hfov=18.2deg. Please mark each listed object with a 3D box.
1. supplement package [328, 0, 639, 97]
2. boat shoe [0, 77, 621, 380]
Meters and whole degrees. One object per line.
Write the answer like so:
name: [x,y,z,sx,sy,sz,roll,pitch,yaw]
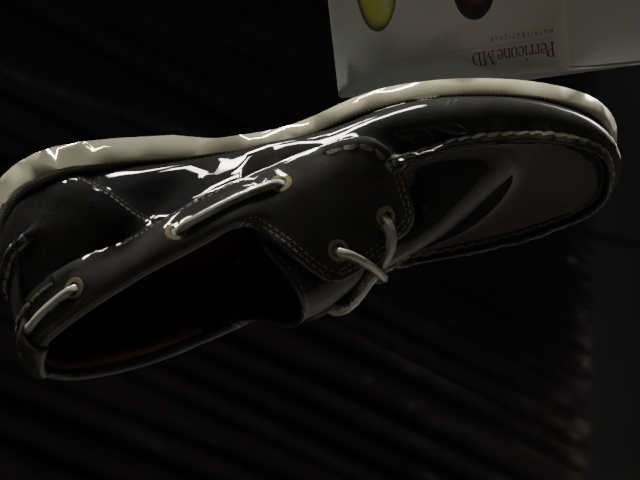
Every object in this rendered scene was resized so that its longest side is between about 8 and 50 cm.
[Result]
supplement package: [0.110,-0.189,1.083,0.194,0.149,0.203,-3,95,53]
boat shoe: [0.000,0.000,0.722,0.084,0.233,0.079,86,172,-47]
